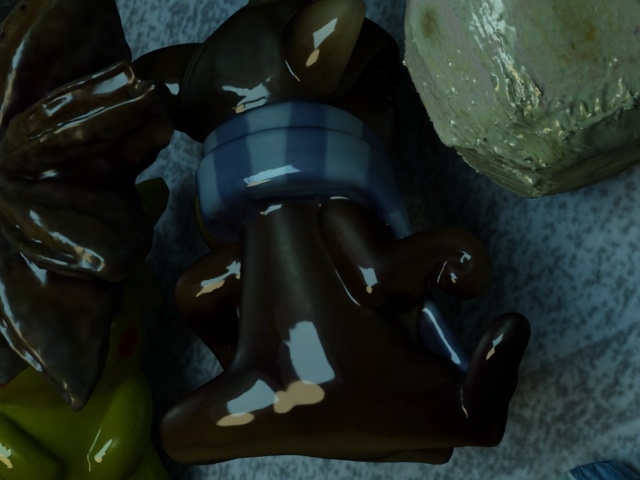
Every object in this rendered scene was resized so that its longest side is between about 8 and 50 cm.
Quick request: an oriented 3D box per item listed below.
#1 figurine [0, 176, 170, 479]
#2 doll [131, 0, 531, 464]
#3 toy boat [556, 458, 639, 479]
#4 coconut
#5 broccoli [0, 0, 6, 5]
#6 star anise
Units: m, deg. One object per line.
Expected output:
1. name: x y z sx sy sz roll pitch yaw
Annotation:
1. figurine: -0.203 0.100 1.314 0.169 0.218 0.326 -143 47 -59
2. doll: 0.003 0.001 1.128 0.318 0.209 0.339 -27 66 40
3. toy boat: 0.182 0.215 1.064 0.105 0.034 0.149 16 98 41
4. coconut: 0.139 -0.129 1.035 0.194 0.194 0.194 -4 84 42
5. broccoli: -0.311 -0.254 1.502 0.204 0.122 0.118 -118 32 -45
6. star anise: -0.189 -0.036 1.134 0.315 0.108 0.315 7 98 61
